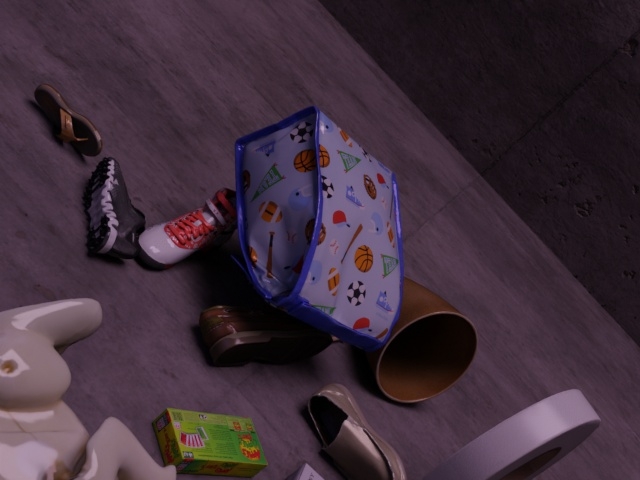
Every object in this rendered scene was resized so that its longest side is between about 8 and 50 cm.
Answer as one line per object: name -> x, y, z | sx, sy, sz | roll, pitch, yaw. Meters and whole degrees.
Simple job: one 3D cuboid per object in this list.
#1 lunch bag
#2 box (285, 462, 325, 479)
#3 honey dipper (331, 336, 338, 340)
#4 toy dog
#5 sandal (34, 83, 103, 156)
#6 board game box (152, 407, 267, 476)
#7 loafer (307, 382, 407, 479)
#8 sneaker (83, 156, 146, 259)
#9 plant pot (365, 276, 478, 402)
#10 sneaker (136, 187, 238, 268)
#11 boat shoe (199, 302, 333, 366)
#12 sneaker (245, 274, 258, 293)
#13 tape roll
lunch bag -> 0.000, 0.000, 1.926 | 0.328, 0.239, 0.385 | 30, 45, -49
box -> 0.045, 0.540, 1.619 | 0.322, 0.058, 0.232 | 42, 26, -5
honey dipper -> 0.013, 0.208, 2.085 | 0.030, 0.030, 0.161 | 56, 25, 19
toy dog -> -0.344, 0.306, 1.127 | 0.395, 0.284, 0.407 | 4, 50, -54
sandal -> -0.491, -0.224, 1.918 | 0.180, 0.072, 0.049 | 46, 41, 3
board game box -> -0.176, 0.327, 1.611 | 0.181, 0.043, 0.092 | 17, 38, -45
loafer -> 0.055, 0.377, 1.833 | 0.092, 0.102, 0.268 | 9, 35, -50
sneaker -> -0.372, -0.052, 1.837 | 0.106, 0.078, 0.234 | 29, 34, -37
plant pot -> 0.180, 0.181, 2.182 | 0.237, 0.237, 0.254 | 26, 18, -35
sneaker -> -0.238, -0.033, 1.923 | 0.090, 0.145, 0.270 | 52, 26, 12
boat shoe -> -0.096, 0.166, 1.887 | 0.307, 0.111, 0.104 | 9, 45, -52
sneaker -> -0.079, 0.037, 2.113 | 0.083, 0.098, 0.223 | 42, 26, -8
tape roll -> 0.343, 0.413, 1.866 | 0.392, 0.392, 0.072 | 5, 47, -54
